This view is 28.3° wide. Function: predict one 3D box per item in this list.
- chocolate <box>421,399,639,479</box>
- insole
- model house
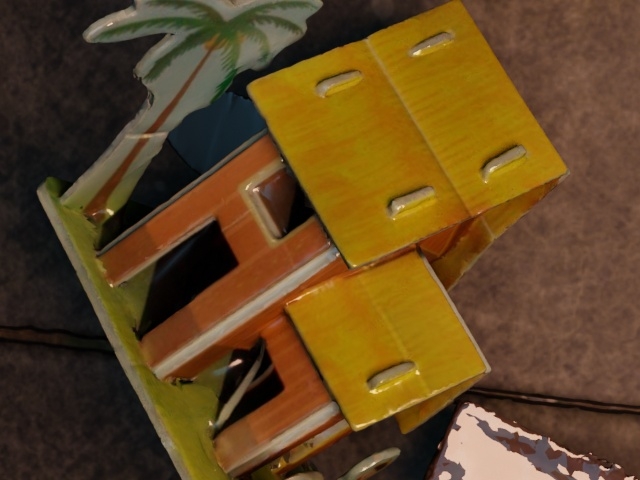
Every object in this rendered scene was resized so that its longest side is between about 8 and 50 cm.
[{"bbox_3d":[0.224,0.222,0.912,0.321,0.112,0.111,25,89,4],"label":"chocolate"},{"bbox_3d":[-0.028,-0.054,1.030,0.232,0.003,0.080,32,101,10],"label":"insole"},{"bbox_3d":[0.000,0.000,0.833,0.324,0.340,0.300,-35,71,12],"label":"model house"}]
